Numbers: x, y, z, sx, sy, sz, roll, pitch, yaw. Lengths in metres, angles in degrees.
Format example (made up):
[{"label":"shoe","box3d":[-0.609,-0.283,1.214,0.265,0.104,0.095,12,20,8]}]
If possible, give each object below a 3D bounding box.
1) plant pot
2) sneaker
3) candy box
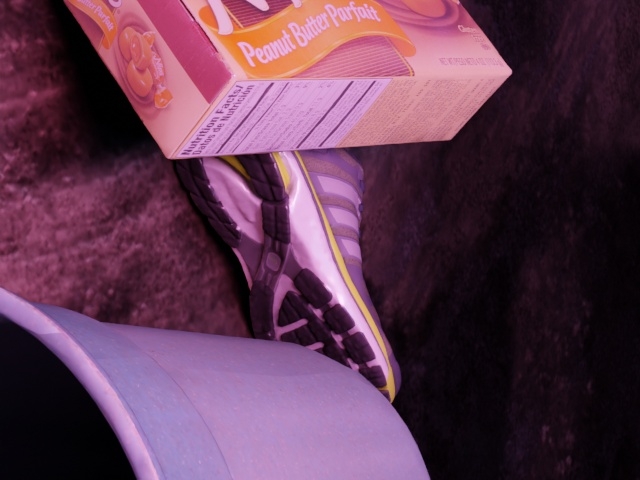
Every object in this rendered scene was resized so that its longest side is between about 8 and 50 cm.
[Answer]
[{"label":"plant pot","box3d":[-0.114,0.188,0.911,0.334,0.341,0.341,3,87,-57]},{"label":"sneaker","box3d":[0.000,0.000,1.202,0.121,0.111,0.300,-48,125,-43]},{"label":"candy box","box3d":[-0.022,-0.158,1.124,0.316,0.087,0.183,-8,57,-49]}]
